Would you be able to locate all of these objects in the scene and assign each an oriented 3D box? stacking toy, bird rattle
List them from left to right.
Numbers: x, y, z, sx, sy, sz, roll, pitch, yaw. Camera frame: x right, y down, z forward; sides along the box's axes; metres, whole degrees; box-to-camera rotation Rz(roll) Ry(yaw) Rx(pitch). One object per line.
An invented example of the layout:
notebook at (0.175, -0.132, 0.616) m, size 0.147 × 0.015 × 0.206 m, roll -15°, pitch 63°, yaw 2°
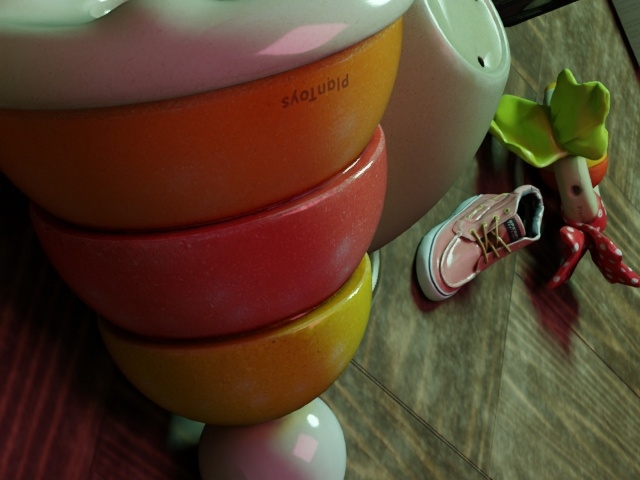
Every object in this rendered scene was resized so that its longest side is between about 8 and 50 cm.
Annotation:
stacking toy at (-0.076, 0.019, 1.309) m, size 0.350 × 0.350 × 0.480 m, roll -41°, pitch 128°, yaw -53°
bird rattle at (0.289, -0.074, 1.944) m, size 0.253 × 0.143 × 0.207 m, roll 63°, pitch 20°, yaw -20°

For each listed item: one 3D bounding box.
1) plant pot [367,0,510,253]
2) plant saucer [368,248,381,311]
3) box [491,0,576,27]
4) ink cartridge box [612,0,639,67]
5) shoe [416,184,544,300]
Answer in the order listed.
plant pot at (0.052, -0.153, 1.538) m, size 0.284 × 0.191 × 0.284 m, roll 34°, pitch 41°, yaw -36°
plant saucer at (0.000, 0.000, 1.582) m, size 0.198 × 0.036 × 0.199 m, roll 25°, pitch 57°, yaw -47°
box at (0.184, -0.311, 1.851) m, size 0.270 × 0.165 × 0.143 m, roll -12°, pitch 86°, yaw -56°
ink cartridge box at (0.440, -0.415, 2.343) m, size 0.303 × 0.072 × 0.307 m, roll -37°, pitch 104°, yaw -53°
shoe at (0.163, -0.002, 1.768) m, size 0.063 × 0.081 × 0.178 m, roll 63°, pitch 36°, yaw -15°
